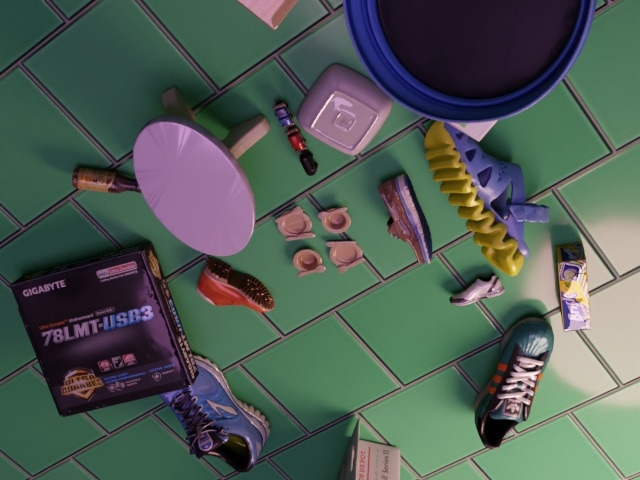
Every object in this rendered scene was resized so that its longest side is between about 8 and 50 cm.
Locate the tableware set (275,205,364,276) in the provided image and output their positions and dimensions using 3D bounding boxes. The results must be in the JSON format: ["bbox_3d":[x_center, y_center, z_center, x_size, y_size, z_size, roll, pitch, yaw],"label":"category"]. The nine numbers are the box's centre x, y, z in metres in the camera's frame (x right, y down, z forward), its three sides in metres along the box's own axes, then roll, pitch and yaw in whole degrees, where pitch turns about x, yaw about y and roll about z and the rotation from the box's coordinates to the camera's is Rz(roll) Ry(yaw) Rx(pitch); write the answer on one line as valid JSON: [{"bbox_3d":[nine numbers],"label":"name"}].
[{"bbox_3d":[0.000,0.000,1.940,0.141,0.020,0.169,-12,122,12],"label":"tableware set"}]

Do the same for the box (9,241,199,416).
[{"bbox_3d":[-0.424,0.177,2.015,0.295,0.073,0.294,-14,106,12],"label":"box"}]

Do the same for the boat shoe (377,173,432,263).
[{"bbox_3d":[0.156,-0.036,1.884,0.066,0.066,0.183,-13,113,18],"label":"boat shoe"}]

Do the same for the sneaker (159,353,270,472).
[{"bbox_3d":[-0.236,0.362,2.128,0.129,0.147,0.330,-37,112,25],"label":"sneaker"}]

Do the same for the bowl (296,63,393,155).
[{"bbox_3d":[0.042,-0.218,1.769,0.142,0.053,0.142,28,120,-15],"label":"bowl"}]

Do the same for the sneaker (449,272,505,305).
[{"bbox_3d":[0.299,0.094,1.978,0.109,0.040,0.044,-20,104,13],"label":"sneaker"}]

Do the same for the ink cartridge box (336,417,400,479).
[{"bbox_3d":[0.091,0.580,2.216,0.119,0.207,0.354,13,125,-3],"label":"ink cartridge box"}]

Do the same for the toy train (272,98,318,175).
[{"bbox_3d":[-0.045,-0.180,1.810,0.027,0.036,0.158,-19,121,16],"label":"toy train"}]

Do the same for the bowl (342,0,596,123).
[{"bbox_3d":[0.224,-0.373,1.540,0.391,0.077,0.391,8,108,25],"label":"bowl"}]

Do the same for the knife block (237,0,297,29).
[{"bbox_3d":[0.000,-0.470,1.493,0.088,0.276,0.242,35,149,-18],"label":"knife block"}]

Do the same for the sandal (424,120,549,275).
[{"bbox_3d":[0.299,-0.096,1.810,0.138,0.126,0.317,-38,113,-9],"label":"sandal"}]

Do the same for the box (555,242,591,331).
[{"bbox_3d":[0.480,0.091,1.943,0.054,0.059,0.169,-7,123,11],"label":"box"}]

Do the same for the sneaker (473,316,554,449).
[{"bbox_3d":[0.394,0.295,2.052,0.108,0.121,0.302,14,124,-6],"label":"sneaker"}]

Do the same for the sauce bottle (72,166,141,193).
[{"bbox_3d":[-0.390,-0.109,1.883,0.128,0.042,0.042,5,125,-2],"label":"sauce bottle"}]

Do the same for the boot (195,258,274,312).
[{"bbox_3d":[-0.168,0.105,2.006,0.157,0.059,0.085,31,125,-6],"label":"boot"}]

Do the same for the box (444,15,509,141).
[{"bbox_3d":[0.277,-0.282,1.671,0.103,0.114,0.203,30,122,-15],"label":"box"}]

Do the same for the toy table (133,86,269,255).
[{"bbox_3d":[-0.210,-0.125,1.786,0.252,0.161,0.274,-11,122,12],"label":"toy table"}]
